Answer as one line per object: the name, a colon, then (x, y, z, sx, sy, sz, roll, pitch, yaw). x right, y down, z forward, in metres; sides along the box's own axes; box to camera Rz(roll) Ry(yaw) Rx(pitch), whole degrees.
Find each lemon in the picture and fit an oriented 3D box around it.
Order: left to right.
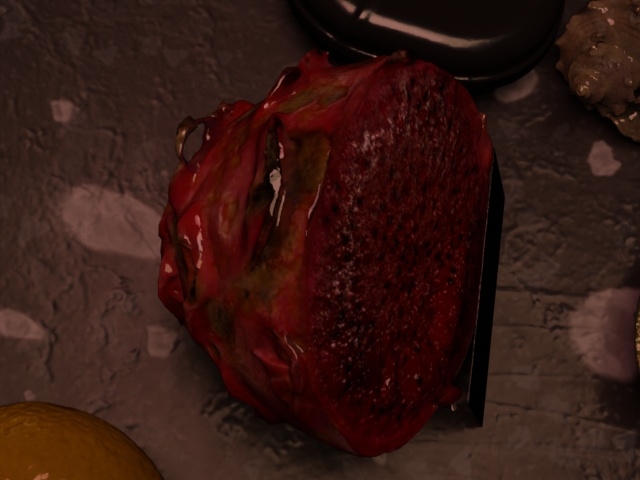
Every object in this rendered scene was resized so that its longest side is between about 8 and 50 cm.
lemon: (-0.251, 0.257, 1.148, 0.253, 0.228, 0.228, 44, 77, 7)

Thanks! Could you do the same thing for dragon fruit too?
dragon fruit: (0.000, 0.000, 1.189, 0.249, 0.370, 0.386, 8, 36, 29)

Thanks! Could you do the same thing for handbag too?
handbag: (0.112, -0.286, 1.364, 0.308, 0.093, 0.253, 18, 70, 0)

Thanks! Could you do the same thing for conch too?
conch: (0.365, -0.201, 1.371, 0.245, 0.163, 0.178, -37, 115, -29)

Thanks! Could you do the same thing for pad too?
pad: (0.163, 0.051, 1.262, 0.006, 0.170, 0.245, 4, 77, 13)

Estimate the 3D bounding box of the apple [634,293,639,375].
apple: (0.417, 0.080, 1.301, 0.193, 0.120, 0.265, 22, 73, 13)
